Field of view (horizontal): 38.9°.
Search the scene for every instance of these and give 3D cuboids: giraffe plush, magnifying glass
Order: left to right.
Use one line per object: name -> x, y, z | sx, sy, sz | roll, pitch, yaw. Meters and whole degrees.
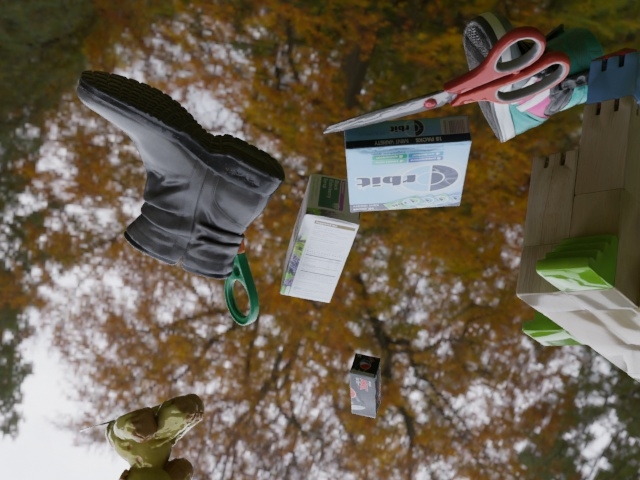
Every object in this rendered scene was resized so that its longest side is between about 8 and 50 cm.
giraffe plush -> -0.282, 0.370, 1.535 | 0.210, 0.171, 0.181 | -19, 172, 0
magnifying glass -> -0.148, 0.044, 1.652 | 0.026, 0.231, 0.092 | -16, -159, -34

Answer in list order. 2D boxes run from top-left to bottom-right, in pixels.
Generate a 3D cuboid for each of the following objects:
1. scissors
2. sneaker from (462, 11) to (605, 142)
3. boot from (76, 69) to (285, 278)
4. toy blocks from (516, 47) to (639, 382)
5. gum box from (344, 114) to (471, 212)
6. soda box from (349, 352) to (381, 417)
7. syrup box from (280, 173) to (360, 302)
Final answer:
scissors -> 0.153, -0.167, 1.099 | 0.109, 0.297, 0.021 | 39, -147, -47
sneaker -> 0.312, -0.255, 1.286 | 0.124, 0.178, 0.295 | 65, -175, 22
boot -> -0.242, -0.085, 1.343 | 0.338, 0.223, 0.118 | 31, -158, -9
toy blocks -> 0.329, -0.017, 0.926 | 0.190, 0.261, 0.381 | -7, 151, 42
gum box -> 0.113, -0.097, 1.203 | 0.157, 0.184, 0.041 | -4, -114, 3
soda box -> 0.098, 0.317, 1.970 | 0.060, 0.169, 0.053 | 10, -130, 13
syrup box -> 0.000, 0.000, 1.560 | 0.096, 0.237, 0.093 | 11, -128, -5
